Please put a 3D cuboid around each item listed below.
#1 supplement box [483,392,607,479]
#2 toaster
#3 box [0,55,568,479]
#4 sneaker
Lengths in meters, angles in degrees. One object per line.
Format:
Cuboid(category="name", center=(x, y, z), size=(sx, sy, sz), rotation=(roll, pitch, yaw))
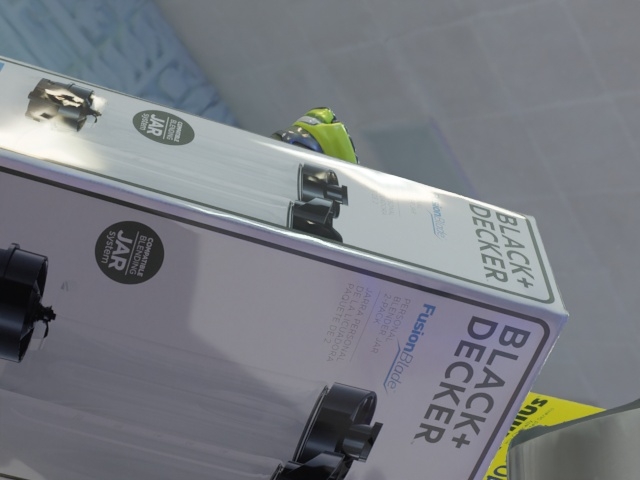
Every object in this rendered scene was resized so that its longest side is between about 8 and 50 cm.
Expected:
Cuboid(category="supplement box", center=(0.254, 0.327, 1.509), size=(0.357, 0.194, 0.195), rotation=(6, -58, 53))
Cuboid(category="toaster", center=(0.223, 0.208, 0.847), size=(0.227, 0.146, 0.129), rotation=(-25, -46, 39))
Cuboid(category="box", center=(-0.057, 0.037, 0.524), size=(0.290, 0.087, 0.169), rotation=(17, -62, -11))
Cuboid(category="sneaker", center=(0.000, 0.000, 1.377), size=(0.111, 0.121, 0.300), rotation=(-15, -83, 66))
